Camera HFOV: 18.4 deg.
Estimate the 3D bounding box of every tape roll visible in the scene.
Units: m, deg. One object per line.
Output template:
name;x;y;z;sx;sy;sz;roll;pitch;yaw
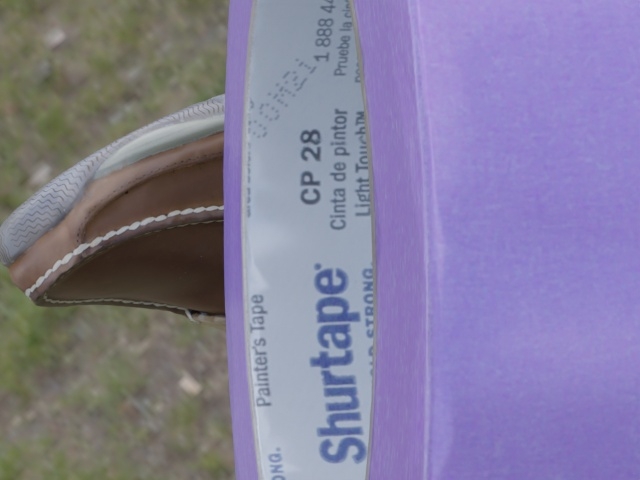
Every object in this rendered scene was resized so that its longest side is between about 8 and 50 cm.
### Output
tape roll;0.036;0.003;0.495;0.090;0.275;0.275;-2;47;-11

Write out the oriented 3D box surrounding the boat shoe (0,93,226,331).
boat shoe;0.000;0.000;0.934;0.123;0.324;0.116;-38;68;44
